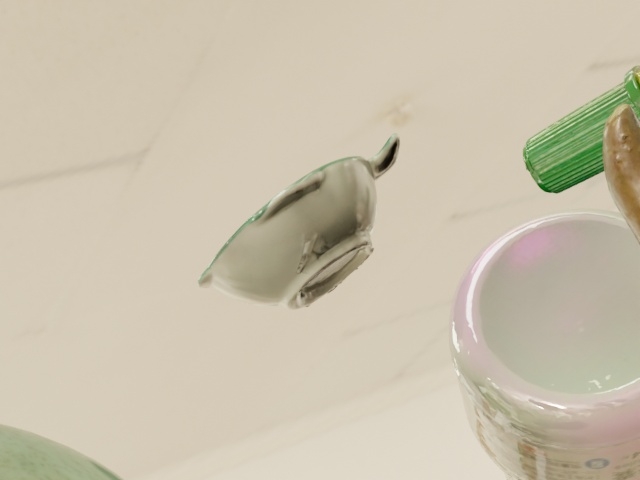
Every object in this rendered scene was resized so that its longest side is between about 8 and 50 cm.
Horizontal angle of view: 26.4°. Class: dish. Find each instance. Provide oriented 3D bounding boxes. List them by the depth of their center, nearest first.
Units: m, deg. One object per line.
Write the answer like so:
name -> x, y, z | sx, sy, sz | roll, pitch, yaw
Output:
dish -> 0.000, 0.000, 1.337 | 0.246, 0.078, 0.224 | -35, -14, -14

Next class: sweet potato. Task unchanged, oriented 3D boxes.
sweet potato -> 0.240, 0.034, 0.740 | 0.067, 0.274, 0.067 | -42, 11, 10

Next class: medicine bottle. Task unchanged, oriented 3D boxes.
medicine bottle -> 0.305, -0.129, 1.117 | 0.309, 0.076, 0.111 | -28, 27, 27
medicine bottle -> 0.259, 0.139, 1.329 | 0.241, 0.241, 0.302 | -28, -36, -5

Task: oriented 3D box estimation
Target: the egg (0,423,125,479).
egg -> -0.153, 0.181, 0.662 | 0.236, 0.169, 0.169 | 35, -56, -20
